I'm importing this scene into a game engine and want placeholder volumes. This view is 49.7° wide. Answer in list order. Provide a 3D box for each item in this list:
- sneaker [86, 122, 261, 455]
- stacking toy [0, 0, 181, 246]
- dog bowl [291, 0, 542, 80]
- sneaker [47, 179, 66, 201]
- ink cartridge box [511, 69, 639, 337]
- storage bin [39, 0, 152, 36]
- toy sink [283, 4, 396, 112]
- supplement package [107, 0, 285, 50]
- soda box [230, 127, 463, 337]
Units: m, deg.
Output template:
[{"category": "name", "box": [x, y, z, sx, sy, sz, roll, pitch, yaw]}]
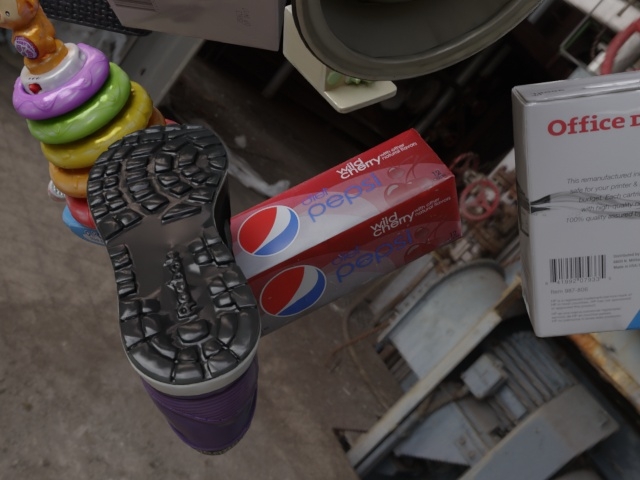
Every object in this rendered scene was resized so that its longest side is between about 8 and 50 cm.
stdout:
[{"category": "sneaker", "box": [-0.109, 0.027, 0.521, 0.107, 0.124, 0.283, -10, 44, -8]}, {"category": "stacking toy", "box": [-0.251, -0.143, 0.725, 0.175, 0.166, 0.302, 9, -35, 29]}, {"category": "dog bowl", "box": [0.135, -0.402, 0.888, 0.408, 0.408, 0.151, 17, 45, -53]}, {"category": "sneaker", "box": [-0.368, -0.109, 1.063, 0.051, 0.134, 0.070, 46, -27, -13]}, {"category": "ink cartridge box", "box": [0.471, -0.064, 1.116, 0.166, 0.285, 0.395, -73, 156, -68]}, {"category": "storage bin", "box": [-0.294, -0.335, 0.866, 0.180, 0.084, 0.122, 8, 41, -16]}, {"category": "toy sink", "box": [0.045, -0.400, 1.440, 0.152, 0.131, 0.234, -23, 56, -22]}, {"category": "supplement package", "box": [-0.103, -0.365, 0.669, 0.175, 0.293, 0.177, 9, -5, -2]}, {"category": "soda box", "box": [0.000, 0.000, 0.661, 0.083, 0.263, 0.092, 59, -6, 42]}]
